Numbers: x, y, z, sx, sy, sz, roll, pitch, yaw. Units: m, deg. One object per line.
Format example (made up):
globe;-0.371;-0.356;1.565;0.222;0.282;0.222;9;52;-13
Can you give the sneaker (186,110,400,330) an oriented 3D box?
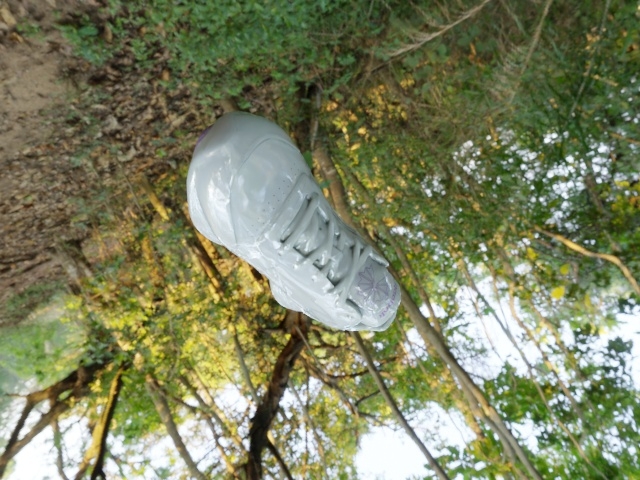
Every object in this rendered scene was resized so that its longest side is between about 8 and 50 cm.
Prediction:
sneaker;0.000;0.000;0.416;0.152;0.305;0.114;22;-108;29
